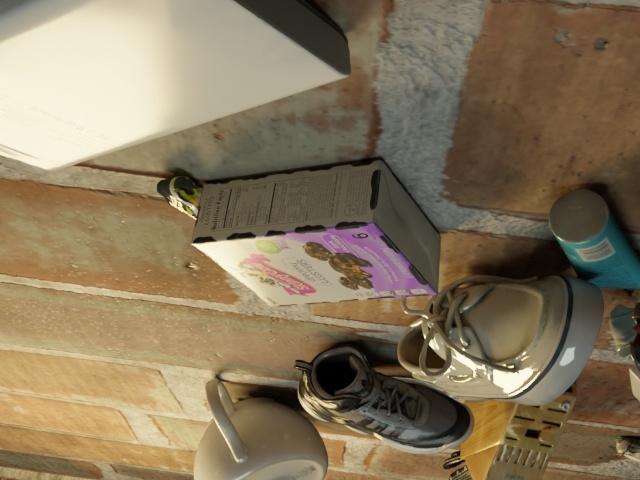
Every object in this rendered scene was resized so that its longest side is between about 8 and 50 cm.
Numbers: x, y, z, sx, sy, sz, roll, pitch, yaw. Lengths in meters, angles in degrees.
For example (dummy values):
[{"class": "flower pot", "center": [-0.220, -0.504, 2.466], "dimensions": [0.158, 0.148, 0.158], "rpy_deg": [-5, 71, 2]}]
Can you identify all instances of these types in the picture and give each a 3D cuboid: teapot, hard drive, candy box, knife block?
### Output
[{"class": "teapot", "center": [-0.121, 0.362, 1.593], "dimensions": [0.253, 0.187, 0.256], "rpy_deg": [3, 135, -35]}, {"class": "hard drive", "center": [-0.162, -0.125, 0.653], "dimensions": [0.308, 0.040, 0.203], "rpy_deg": [-13, 161, 31]}, {"class": "candy box", "center": [0.000, 0.000, 0.898], "dimensions": [0.196, 0.070, 0.165], "rpy_deg": [-6, 152, 27]}, {"class": "knife block", "center": [0.279, 0.282, 1.423], "dimensions": [0.088, 0.242, 0.275], "rpy_deg": [12, 110, -11]}]

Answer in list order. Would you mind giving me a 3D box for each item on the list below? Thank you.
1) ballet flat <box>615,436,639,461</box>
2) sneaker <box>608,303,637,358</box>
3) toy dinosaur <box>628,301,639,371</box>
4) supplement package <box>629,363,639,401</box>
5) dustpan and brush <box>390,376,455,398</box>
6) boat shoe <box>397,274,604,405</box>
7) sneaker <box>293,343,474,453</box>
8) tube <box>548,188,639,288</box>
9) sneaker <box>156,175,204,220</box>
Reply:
[{"class": "ballet flat", "center": [0.556, 0.355, 1.520], "dimensions": [0.114, 0.041, 0.041], "rpy_deg": [2, 154, 12]}, {"class": "sneaker", "center": [0.385, 0.076, 0.971], "dimensions": [0.152, 0.061, 0.053], "rpy_deg": [-15, 143, 5]}, {"class": "toy dinosaur", "center": [0.399, 0.064, 0.760], "dimensions": [0.296, 0.200, 0.127], "rpy_deg": [4, 155, 8]}, {"class": "supplement package", "center": [0.452, 0.194, 1.020], "dimensions": [0.105, 0.179, 0.105], "rpy_deg": [-37, 147, -1]}, {"class": "dustpan and brush", "center": [0.169, 0.248, 1.408], "dimensions": [0.211, 0.060, 0.147], "rpy_deg": [-7, 139, 42]}, {"class": "boat shoe", "center": [0.164, 0.099, 1.006], "dimensions": [0.157, 0.135, 0.367], "rpy_deg": [18, 166, -8]}, {"class": "sneaker", "center": [0.086, 0.227, 1.296], "dimensions": [0.269, 0.101, 0.153], "rpy_deg": [12, 157, 14]}, {"class": "tube", "center": [0.273, 0.015, 0.878], "dimensions": [0.080, 0.052, 0.207], "rpy_deg": [8, 163, 31]}, {"class": "sneaker", "center": [-0.132, -0.041, 0.908], "dimensions": [0.035, 0.031, 0.083], "rpy_deg": [9, 155, 33]}]
